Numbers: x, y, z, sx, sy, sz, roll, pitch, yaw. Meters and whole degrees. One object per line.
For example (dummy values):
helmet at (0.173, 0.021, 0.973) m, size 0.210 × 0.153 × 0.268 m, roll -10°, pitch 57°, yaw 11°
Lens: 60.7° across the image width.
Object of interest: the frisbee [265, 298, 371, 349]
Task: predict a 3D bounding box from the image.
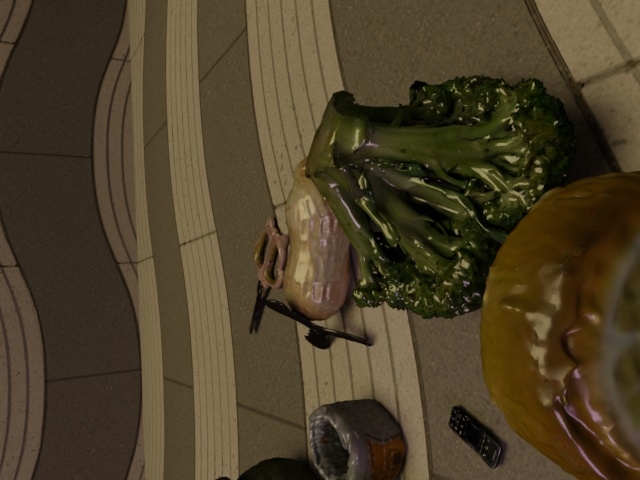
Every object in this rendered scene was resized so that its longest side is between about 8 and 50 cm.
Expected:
frisbee at (0.006, 0.166, 0.994) m, size 0.188 × 0.211 × 0.012 m, roll 6°, pitch 61°, yaw 37°

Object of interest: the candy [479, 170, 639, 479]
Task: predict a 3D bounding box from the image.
candy at (0.252, 0.072, 0.441) m, size 0.118 × 0.260 × 0.259 m, roll -170°, pitch 80°, yaw -72°

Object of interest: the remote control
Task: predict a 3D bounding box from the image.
remote control at (0.212, 0.266, 0.746) m, size 0.096 × 0.014 × 0.039 m, roll 35°, pitch 120°, yaw 56°

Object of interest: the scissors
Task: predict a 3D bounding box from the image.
scissors at (-0.138, 0.101, 1.330) m, size 0.160 × 0.024 × 0.317 m, roll 49°, pitch 131°, yaw 45°

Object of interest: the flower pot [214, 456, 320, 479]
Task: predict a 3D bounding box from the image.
flower pot at (-0.108, 0.605, 1.102) m, size 0.302 × 0.213 × 0.301 m, roll -1°, pitch 89°, yaw 59°

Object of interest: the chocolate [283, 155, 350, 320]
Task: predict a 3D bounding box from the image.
chocolate at (0.000, 0.000, 0.997) m, size 0.134 × 0.134 × 0.309 m, roll 18°, pitch 109°, yaw 58°

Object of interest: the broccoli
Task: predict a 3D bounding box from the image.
broccoli at (0.125, -0.060, 0.634) m, size 0.304 × 0.284 × 0.321 m, roll 16°, pitch 86°, yaw 69°

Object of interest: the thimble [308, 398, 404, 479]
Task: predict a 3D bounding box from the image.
thimble at (0.055, 0.340, 0.914) m, size 0.151 × 0.118 × 0.127 m, roll 24°, pitch 108°, yaw 57°
